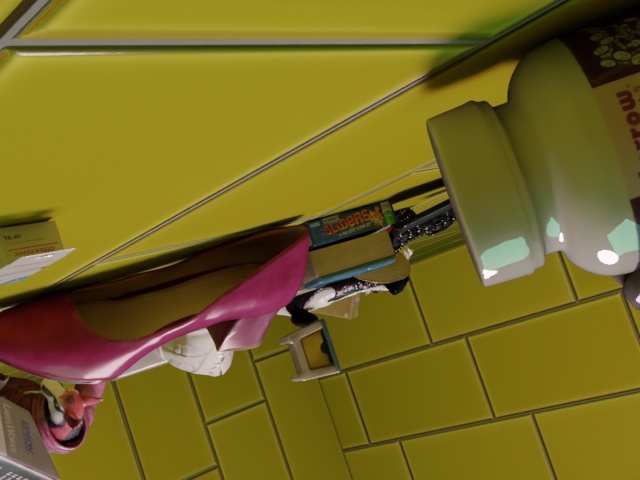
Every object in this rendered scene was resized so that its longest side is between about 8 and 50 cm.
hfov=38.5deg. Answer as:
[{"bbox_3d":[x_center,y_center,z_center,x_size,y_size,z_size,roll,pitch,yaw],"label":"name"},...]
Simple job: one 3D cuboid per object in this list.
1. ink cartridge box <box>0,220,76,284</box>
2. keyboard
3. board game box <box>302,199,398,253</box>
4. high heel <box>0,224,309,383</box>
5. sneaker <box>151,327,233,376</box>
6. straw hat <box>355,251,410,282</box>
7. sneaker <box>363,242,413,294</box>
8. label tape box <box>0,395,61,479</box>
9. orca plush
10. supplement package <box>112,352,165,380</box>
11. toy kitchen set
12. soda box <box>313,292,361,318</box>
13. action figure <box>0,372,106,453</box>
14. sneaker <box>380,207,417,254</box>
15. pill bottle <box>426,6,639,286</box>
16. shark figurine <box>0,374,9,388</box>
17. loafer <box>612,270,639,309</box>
[{"bbox_3d":[-0.216,0.008,0.649,0.083,0.028,0.048,-23,173,41],"label":"ink cartridge box"},{"bbox_3d":[0.242,-0.067,1.289,0.317,0.033,0.201,-25,175,0],"label":"keyboard"},{"bbox_3d":[0.000,0.000,1.283,0.136,0.035,0.201,-16,174,-30],"label":"board game box"},{"bbox_3d":[-0.187,0.051,1.040,0.377,0.127,0.181,-5,132,-43],"label":"high heel"},{"bbox_3d":[-0.160,0.126,1.342,0.305,0.152,0.114,-17,-143,55],"label":"sneaker"},{"bbox_3d":[0.092,0.008,1.515,0.144,0.144,0.061,-14,131,-41],"label":"straw hat"},{"bbox_3d":[0.114,0.027,1.745,0.129,0.111,0.297,-34,179,-4],"label":"sneaker"},{"bbox_3d":[-0.484,0.291,1.133,0.240,0.106,0.334,-31,141,5],"label":"label tape box"},{"bbox_3d":[-0.003,0.064,1.547,0.287,0.151,0.102,5,147,30],"label":"orca plush"},{"bbox_3d":[-0.271,0.153,1.511,0.179,0.105,0.105,-17,175,-21],"label":"supplement package"},{"bbox_3d":[0.025,0.099,1.272,0.122,0.166,0.207,-16,174,-25],"label":"toy kitchen set"},{"bbox_3d":[-0.016,0.107,1.780,0.181,0.058,0.061,10,-177,18],"label":"soda box"},{"bbox_3d":[-0.458,0.280,1.399,0.248,0.276,0.370,-5,180,-44],"label":"action figure"},{"bbox_3d":[0.083,0.007,1.419,0.161,0.057,0.075,-36,-173,-33],"label":"sneaker"},{"bbox_3d":[0.233,-0.075,0.619,0.301,0.169,0.169,-20,175,6],"label":"pill bottle"},{"bbox_3d":[-0.547,0.206,1.178,0.278,0.116,0.166,-13,-149,23],"label":"shark figurine"},{"bbox_3d":[0.387,-0.050,0.834,0.302,0.095,0.109,-30,148,-5],"label":"loafer"}]
